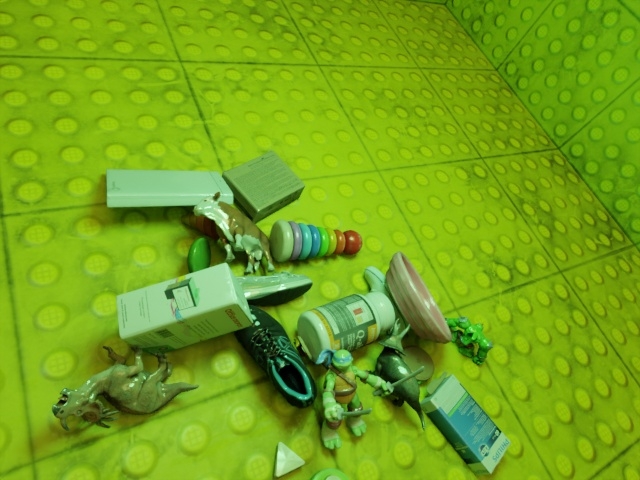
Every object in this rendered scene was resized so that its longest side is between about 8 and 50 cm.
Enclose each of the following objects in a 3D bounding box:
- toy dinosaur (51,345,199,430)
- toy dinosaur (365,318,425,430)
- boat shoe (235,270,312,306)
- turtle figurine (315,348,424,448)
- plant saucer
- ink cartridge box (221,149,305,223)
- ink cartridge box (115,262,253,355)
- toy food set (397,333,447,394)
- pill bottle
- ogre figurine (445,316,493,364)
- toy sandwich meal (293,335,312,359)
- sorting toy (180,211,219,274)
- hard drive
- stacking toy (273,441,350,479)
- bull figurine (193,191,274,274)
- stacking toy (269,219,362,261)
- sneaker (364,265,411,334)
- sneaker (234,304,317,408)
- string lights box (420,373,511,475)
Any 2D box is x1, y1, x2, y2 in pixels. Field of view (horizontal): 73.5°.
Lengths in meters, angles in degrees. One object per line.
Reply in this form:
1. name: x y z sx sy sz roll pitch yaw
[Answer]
1. toy dinosaur: -0.460 0.369 1.033 0.296 0.127 0.200 23 59 -23
2. toy dinosaur: 0.227 0.411 1.273 0.121 0.160 0.313 -5 61 -25
3. boat shoe: -0.180 0.140 1.305 0.320 0.118 0.103 -9 62 -19
4. turtle figurine: 0.094 0.434 1.112 0.275 0.266 0.198 14 30 20
5. plant saucer: 0.312 0.196 1.410 0.332 0.084 0.332 53 15 -20
6. ink cartridge box: -0.204 -0.194 1.527 0.235 0.088 0.193 -34 75 -35
7. ink cartridge box: -0.335 0.181 1.094 0.278 0.201 0.117 -17 64 -5
8. toy food set: 0.309 0.404 1.398 0.132 0.038 0.192 -26 62 -40
9. pill bottle: 0.082 0.256 1.311 0.278 0.162 0.162 -15 66 -30
10. ogre figurine: 0.509 0.335 1.472 0.097 0.118 0.197 -15 67 -31
11. toy sandwich meal: -0.054 0.310 1.227 0.029 0.085 0.085 -30 72 -7
12. sorting toy: -0.405 0.031 1.300 0.126 0.127 0.365 5 52 7
13. hard drive: -0.478 -0.169 1.350 0.353 0.047 0.233 -4 28 -25
14. stacking toy: -0.032 0.626 0.997 0.309 0.130 0.279 29 40 1
15. bull figurine: -0.248 -0.013 1.295 0.310 0.101 0.188 37 31 -52
16. stacking toy: 0.000 0.000 1.470 0.330 0.141 0.141 -1 59 -29
17. sneaker: 0.207 0.203 1.446 0.091 0.094 0.258 -23 63 -18
18. sneaker: -0.123 0.307 1.188 0.125 0.139 0.341 -39 77 -17
19. string lights box: 0.444 0.564 1.320 0.133 0.077 0.259 -30 74 -35
